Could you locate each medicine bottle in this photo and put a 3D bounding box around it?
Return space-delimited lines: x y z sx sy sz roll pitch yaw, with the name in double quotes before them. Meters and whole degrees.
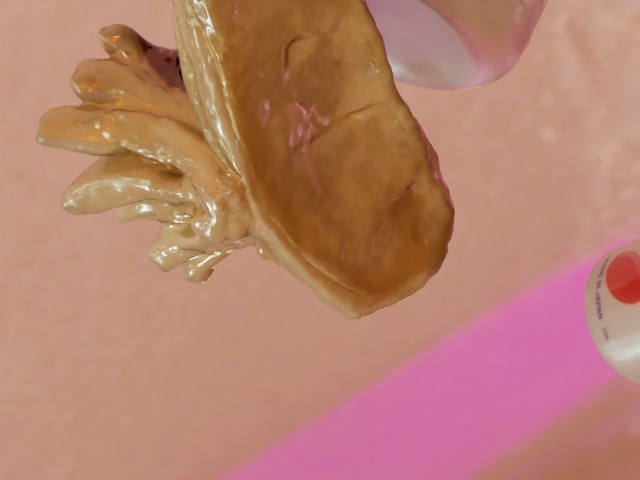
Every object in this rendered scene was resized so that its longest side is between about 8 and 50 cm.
"medicine bottle" 0.117 -0.326 1.806 0.256 0.256 0.325 92 24 -71
"medicine bottle" 0.369 0.022 1.619 0.130 0.130 0.341 -19 177 -37

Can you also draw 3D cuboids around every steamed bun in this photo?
"steamed bun" -0.067 -0.081 1.602 0.247 0.189 0.428 -54 136 -19
